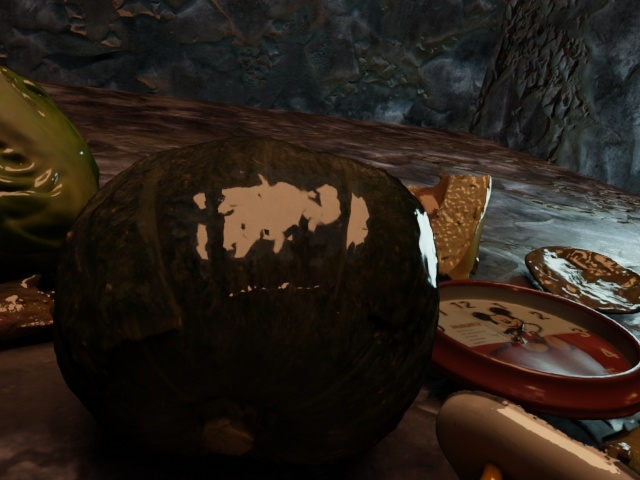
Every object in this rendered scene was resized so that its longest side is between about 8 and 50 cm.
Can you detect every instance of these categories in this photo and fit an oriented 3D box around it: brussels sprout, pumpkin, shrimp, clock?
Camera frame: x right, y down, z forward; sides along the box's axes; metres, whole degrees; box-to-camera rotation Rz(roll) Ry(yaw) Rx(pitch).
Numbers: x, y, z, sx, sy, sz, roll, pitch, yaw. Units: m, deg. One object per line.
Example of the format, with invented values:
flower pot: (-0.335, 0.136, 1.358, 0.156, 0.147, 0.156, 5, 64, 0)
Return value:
brussels sprout: (-0.410, -0.064, 0.639, 0.259, 0.295, 0.227, -9, 42, -6)
pumpkin: (-0.059, 0.061, 0.468, 0.327, 0.292, 0.258, 1, 43, -1)
shrimp: (-0.341, 0.068, 0.599, 0.261, 0.066, 0.117, 1, 23, -33)
clock: (0.266, 0.141, 0.701, 0.318, 0.081, 0.318, 5, 17, -2)

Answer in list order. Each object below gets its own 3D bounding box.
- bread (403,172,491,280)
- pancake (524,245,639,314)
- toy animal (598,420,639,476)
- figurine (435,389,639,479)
bread: (0.232, -0.002, 1.053, 0.183, 0.224, 0.211, 12, -21, 16)
pancake: (0.521, 0.083, 1.031, 0.241, 0.050, 0.242, 3, 26, -1)
toy animal: (0.392, 0.221, 0.579, 0.101, 0.103, 0.218, 5, 14, 44)
figurine: (0.156, 0.241, 0.358, 0.250, 0.167, 0.141, 35, 52, 20)
